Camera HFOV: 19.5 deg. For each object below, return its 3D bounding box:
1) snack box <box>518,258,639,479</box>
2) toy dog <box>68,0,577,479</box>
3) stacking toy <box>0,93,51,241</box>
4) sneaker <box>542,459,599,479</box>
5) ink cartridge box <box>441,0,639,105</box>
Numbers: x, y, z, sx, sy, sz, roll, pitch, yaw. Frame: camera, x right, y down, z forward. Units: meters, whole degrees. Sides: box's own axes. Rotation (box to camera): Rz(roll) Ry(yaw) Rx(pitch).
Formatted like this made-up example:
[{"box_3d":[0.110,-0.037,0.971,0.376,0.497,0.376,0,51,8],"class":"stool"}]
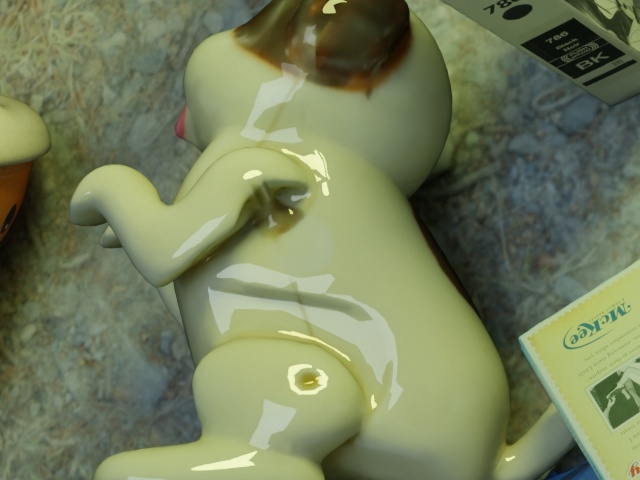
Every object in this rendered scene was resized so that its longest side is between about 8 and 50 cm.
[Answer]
[{"box_3d":[0.314,0.058,1.248,0.322,0.060,0.187,-33,52,7],"class":"snack box"},{"box_3d":[0.000,0.000,1.408,0.395,0.284,0.408,-6,75,16],"class":"toy dog"},{"box_3d":[-0.430,0.093,1.676,0.350,0.350,0.480,12,103,33],"class":"stacking toy"},{"box_3d":[0.166,0.228,1.382,0.209,0.069,0.082,-44,27,24],"class":"sneaker"},{"box_3d":[0.144,-0.218,1.335,0.065,0.332,0.165,-25,67,27],"class":"ink cartridge box"}]
